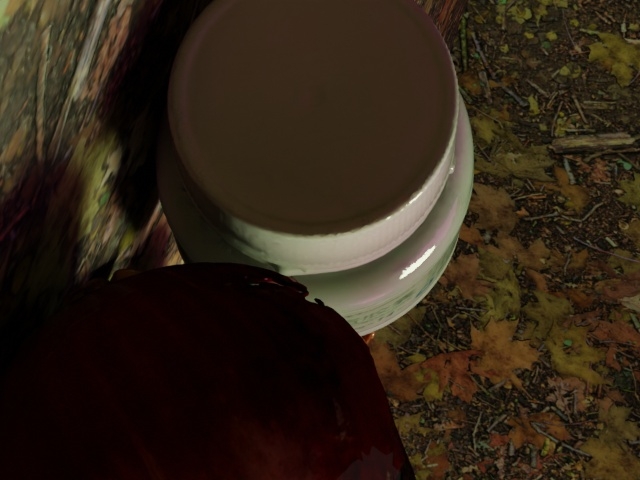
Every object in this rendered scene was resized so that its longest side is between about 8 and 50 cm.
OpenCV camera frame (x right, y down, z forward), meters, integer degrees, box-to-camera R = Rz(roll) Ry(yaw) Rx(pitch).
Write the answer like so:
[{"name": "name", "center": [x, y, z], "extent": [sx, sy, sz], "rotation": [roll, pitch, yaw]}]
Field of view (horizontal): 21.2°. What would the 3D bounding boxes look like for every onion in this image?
[{"name": "onion", "center": [-0.096, 0.171, 1.136], "extent": [0.341, 0.341, 0.341], "rotation": [24, 90, -84]}]

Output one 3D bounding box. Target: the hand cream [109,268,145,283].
[{"name": "hand cream", "center": [-0.194, 0.175, 1.351], "extent": [0.314, 0.089, 0.139], "rotation": [-61, 174, 17]}]

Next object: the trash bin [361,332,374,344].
[{"name": "trash bin", "center": [0.000, 0.000, 1.963], "extent": [0.161, 0.184, 0.239], "rotation": [-53, 160, -68]}]

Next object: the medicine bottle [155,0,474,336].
[{"name": "medicine bottle", "center": [-0.004, -0.061, 1.284], "extent": [0.302, 0.241, 0.241], "rotation": [88, 26, -76]}]
